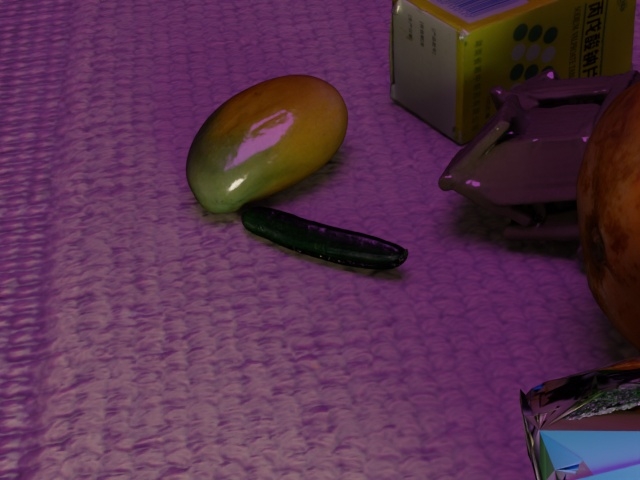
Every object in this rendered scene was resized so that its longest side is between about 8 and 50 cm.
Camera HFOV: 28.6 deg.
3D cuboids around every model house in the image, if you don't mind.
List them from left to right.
[{"bbox_3d":[0.216,-0.079,1.164,0.188,0.122,0.229,5,32,23],"label":"model house"}]

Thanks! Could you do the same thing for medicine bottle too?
[{"bbox_3d":[0.208,-0.222,1.350,0.250,0.137,0.141,-22,38,-23],"label":"medicine bottle"}]

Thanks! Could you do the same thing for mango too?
[{"bbox_3d":[-0.056,-0.097,1.256,0.130,0.092,0.195,20,51,28],"label":"mango"}]

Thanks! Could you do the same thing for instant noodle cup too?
[{"bbox_3d":[0.223,0.162,0.746,0.178,0.240,0.240,-12,35,7],"label":"instant noodle cup"}]

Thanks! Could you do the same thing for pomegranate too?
[{"bbox_3d":[0.333,-0.017,0.951,0.270,0.252,0.229,-4,21,-8],"label":"pomegranate"}]

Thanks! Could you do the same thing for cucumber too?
[{"bbox_3d":[0.000,0.000,1.154,0.184,0.033,0.036,17,66,29],"label":"cucumber"}]
